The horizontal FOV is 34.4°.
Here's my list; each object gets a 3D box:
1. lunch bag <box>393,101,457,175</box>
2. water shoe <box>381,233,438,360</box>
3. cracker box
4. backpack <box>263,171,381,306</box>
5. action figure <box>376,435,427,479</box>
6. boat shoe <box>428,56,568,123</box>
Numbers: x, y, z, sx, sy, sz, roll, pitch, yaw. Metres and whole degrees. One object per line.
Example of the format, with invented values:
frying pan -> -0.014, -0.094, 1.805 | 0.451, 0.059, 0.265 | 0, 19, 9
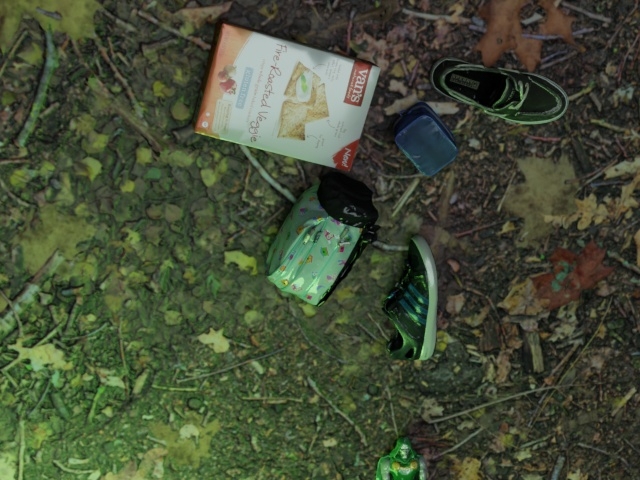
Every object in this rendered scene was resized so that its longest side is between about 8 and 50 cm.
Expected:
lunch bag -> 0.149, -0.152, 1.507 | 0.067, 0.065, 0.098 | -35, 112, 17
water shoe -> 0.134, 0.092, 1.574 | 0.080, 0.073, 0.203 | -5, 107, -7
cracker box -> -0.049, -0.202, 1.451 | 0.232, 0.067, 0.156 | 12, 104, -15
backpack -> 0.000, 0.000, 1.493 | 0.115, 0.152, 0.182 | 29, 110, -10
action figure -> 0.136, 0.426, 1.685 | 0.137, 0.063, 0.232 | -5, 104, -6
boat shoe -> 0.266, -0.213, 1.508 | 0.219, 0.070, 0.078 | 10, 105, -14
